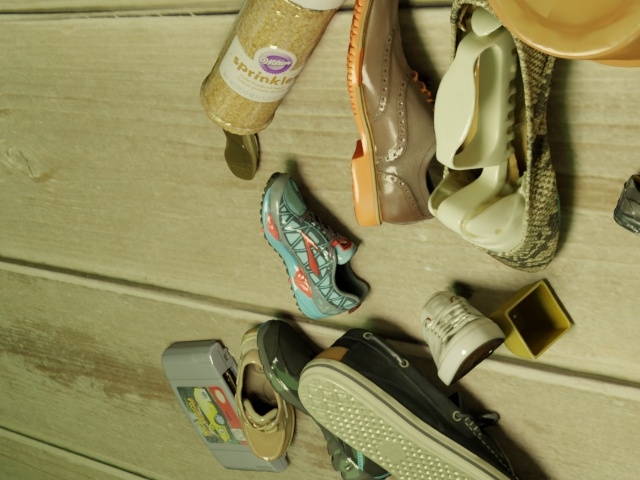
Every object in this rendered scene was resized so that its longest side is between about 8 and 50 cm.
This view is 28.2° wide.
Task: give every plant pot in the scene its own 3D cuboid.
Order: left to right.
[{"bbox_3d":[0.284,0.113,1.790,0.081,0.081,0.083,57,157,-9],"label":"plant pot"},{"bbox_3d":[0.285,-0.300,1.265,0.291,0.203,0.291,15,117,30],"label":"plant pot"}]

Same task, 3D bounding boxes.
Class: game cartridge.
[{"bbox_3d":[-0.195,0.330,2.500,0.196,0.060,0.294,-7,116,53],"label":"game cartridge"}]

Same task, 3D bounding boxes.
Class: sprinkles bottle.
[{"bbox_3d":[-0.061,-0.288,1.764,0.121,0.121,0.355,46,144,6],"label":"sprinkles bottle"}]

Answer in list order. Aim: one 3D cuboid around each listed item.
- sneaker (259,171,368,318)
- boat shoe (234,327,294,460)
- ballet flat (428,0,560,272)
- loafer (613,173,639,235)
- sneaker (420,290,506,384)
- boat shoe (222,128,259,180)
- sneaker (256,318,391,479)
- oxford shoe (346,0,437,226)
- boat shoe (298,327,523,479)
[{"bbox_3d":[0.000,0.000,1.994,0.125,0.104,0.262,-8,121,30],"label":"sneaker"},{"bbox_3d":[-0.108,0.302,2.319,0.109,0.098,0.302,5,127,8],"label":"boat shoe"},{"bbox_3d":[0.204,-0.122,1.579,0.164,0.182,0.483,22,136,31],"label":"ballet flat"},{"bbox_3d":[0.433,-0.023,1.530,0.170,0.062,0.061,25,132,28],"label":"loafer"},{"bbox_3d":[0.183,0.131,1.805,0.123,0.106,0.290,53,177,8],"label":"sneaker"},{"bbox_3d":[-0.124,-0.162,2.011,0.056,0.048,0.153,11,136,25],"label":"boat shoe"},{"bbox_3d":[0.029,0.258,2.178,0.139,0.125,0.341,-41,85,26],"label":"sneaker"},{"bbox_3d":[0.106,-0.191,1.707,0.132,0.130,0.364,0,120,8],"label":"oxford shoe"},{"bbox_3d":[0.192,0.321,2.012,0.500,0.156,0.187,39,139,-4],"label":"boat shoe"}]
